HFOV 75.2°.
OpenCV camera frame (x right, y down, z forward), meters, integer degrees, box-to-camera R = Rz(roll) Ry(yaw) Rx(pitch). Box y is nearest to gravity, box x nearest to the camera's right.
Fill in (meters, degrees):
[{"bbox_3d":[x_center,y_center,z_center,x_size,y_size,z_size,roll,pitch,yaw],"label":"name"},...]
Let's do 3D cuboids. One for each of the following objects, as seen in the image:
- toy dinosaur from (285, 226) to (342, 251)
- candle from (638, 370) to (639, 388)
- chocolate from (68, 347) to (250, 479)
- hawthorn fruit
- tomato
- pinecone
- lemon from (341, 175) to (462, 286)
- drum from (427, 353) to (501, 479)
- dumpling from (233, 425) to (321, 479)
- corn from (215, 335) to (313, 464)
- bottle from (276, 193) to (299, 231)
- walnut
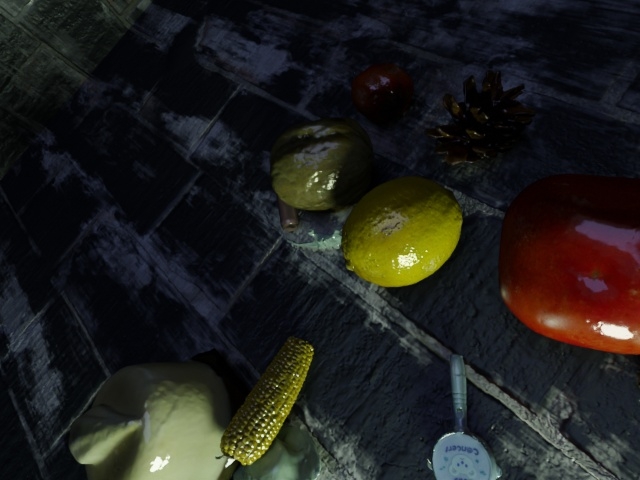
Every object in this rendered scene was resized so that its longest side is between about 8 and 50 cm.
[{"bbox_3d":[-0.001,0.002,1.080,0.209,0.082,0.039,-3,63,27],"label":"toy dinosaur"},{"bbox_3d":[0.589,0.199,0.724,0.052,0.052,0.130,9,70,29],"label":"candle"},{"bbox_3d":[-0.362,0.413,0.933,0.314,0.297,0.326,37,88,38],"label":"chocolate"},{"bbox_3d":[0.155,-0.418,1.148,0.157,0.157,0.194,-45,59,2],"label":"hawthorn fruit"},{"bbox_3d":[0.473,0.030,0.709,0.325,0.290,0.292,20,105,34],"label":"tomato"},{"bbox_3d":[0.371,-0.285,0.964,0.229,0.201,0.202,-29,70,-17],"label":"pinecone"},{"bbox_3d":[0.175,-0.018,0.918,0.236,0.236,0.263,41,109,33],"label":"lemon"},{"bbox_3d":[0.289,0.357,0.798,0.130,0.049,0.252,9,73,29],"label":"drum"},{"bbox_3d":[-0.103,0.481,0.899,0.219,0.108,0.152,-19,61,15],"label":"dumpling"},{"bbox_3d":[-0.110,0.356,0.922,0.102,0.101,0.310,14,48,30],"label":"corn"},{"bbox_3d":[-0.095,-0.096,1.185,0.053,0.053,0.140,-21,61,17],"label":"bottle"},{"bbox_3d":[0.005,-0.189,1.077,0.283,0.282,0.227,-11,33,22],"label":"walnut"}]
